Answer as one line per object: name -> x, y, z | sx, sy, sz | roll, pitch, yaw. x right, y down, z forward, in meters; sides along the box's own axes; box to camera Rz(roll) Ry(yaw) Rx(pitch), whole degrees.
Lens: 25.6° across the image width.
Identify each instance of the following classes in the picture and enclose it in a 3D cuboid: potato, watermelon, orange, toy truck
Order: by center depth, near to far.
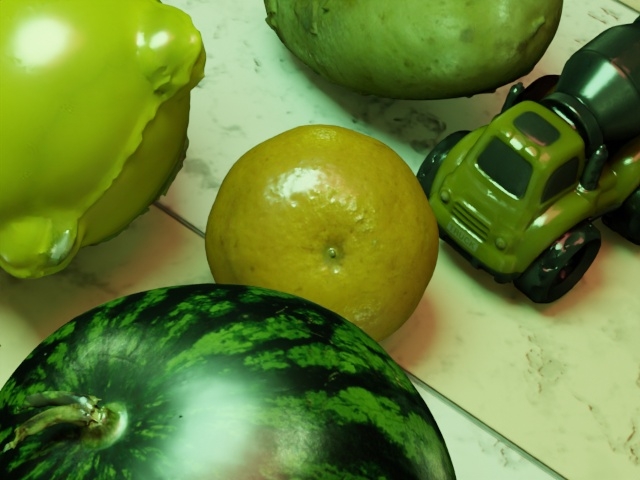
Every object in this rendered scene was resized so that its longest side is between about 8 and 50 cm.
watermelon -> -0.052, 0.150, 0.741 | 0.269, 0.269, 0.269 | 6, 47, -6
orange -> 0.000, 0.000, 0.960 | 0.159, 0.159, 0.136 | 7, 6, -5
toy truck -> 0.186, -0.073, 1.045 | 0.224, 0.165, 0.147 | -30, 61, -32
potato -> 0.071, -0.206, 1.105 | 0.210, 0.173, 0.307 | -19, 26, -18

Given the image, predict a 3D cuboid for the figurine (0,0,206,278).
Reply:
figurine -> -0.235, -0.126, 0.953 | 0.340, 0.231, 0.323 | 32, 90, 32
